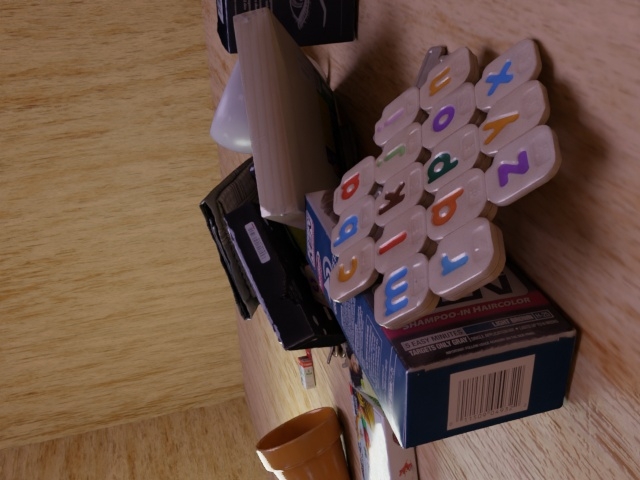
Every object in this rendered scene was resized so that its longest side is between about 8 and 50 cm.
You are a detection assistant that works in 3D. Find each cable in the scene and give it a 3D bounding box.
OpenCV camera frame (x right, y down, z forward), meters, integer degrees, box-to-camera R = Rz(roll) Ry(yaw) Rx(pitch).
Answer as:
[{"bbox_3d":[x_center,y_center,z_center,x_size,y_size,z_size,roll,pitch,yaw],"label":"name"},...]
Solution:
[{"bbox_3d":[0.075,-0.056,1.172,0.139,0.072,0.287,70,-165,-60],"label":"cable"}]

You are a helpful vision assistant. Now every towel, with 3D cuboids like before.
[{"bbox_3d":[-0.146,-0.017,1.651,0.324,0.056,0.312,-56,-46,-56],"label":"towel"}]

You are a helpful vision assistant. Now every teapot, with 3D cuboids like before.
[{"bbox_3d":[-0.096,-0.275,1.418,0.256,0.187,0.252,-88,22,-70],"label":"teapot"}]

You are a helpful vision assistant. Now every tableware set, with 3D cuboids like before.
[{"bbox_3d":[0.037,0.202,1.484,0.194,0.039,0.128,123,136,-70],"label":"tableware set"}]

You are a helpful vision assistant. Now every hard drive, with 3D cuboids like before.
[{"bbox_3d":[-0.039,0.071,1.221,0.237,0.064,0.339,64,-169,12],"label":"hard drive"}]

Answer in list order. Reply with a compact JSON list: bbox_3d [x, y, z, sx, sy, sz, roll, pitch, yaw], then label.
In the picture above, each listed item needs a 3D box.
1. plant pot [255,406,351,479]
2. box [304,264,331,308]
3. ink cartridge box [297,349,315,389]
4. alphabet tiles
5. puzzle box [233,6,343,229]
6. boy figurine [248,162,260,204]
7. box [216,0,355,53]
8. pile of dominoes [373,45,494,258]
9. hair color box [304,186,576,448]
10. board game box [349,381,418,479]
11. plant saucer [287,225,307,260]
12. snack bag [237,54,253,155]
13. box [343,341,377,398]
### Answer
[{"bbox_3d":[-0.021,0.524,1.667,0.188,0.205,0.205,65,166,-1],"label":"plant pot"},{"bbox_3d":[0.083,0.083,0.988,0.324,0.067,0.063,21,132,60],"label":"box"},{"bbox_3d":[-0.041,0.342,1.931,0.063,0.029,0.115,-163,63,-76],"label":"ink cartridge box"},{"bbox_3d":[0.106,-0.058,0.682,0.278,0.021,0.284,-35,39,39],"label":"alphabet tiles"},{"bbox_3d":[-0.025,-0.150,1.088,0.409,0.052,0.272,17,-117,-76],"label":"puzzle box"},{"bbox_3d":[-0.086,-0.070,1.531,0.092,0.177,0.285,53,-167,-41],"label":"boy figurine"},{"bbox_3d":[-0.055,-0.385,1.088,0.108,0.207,0.153,-116,22,-50],"label":"box"},{"bbox_3d":[0.133,-0.090,0.774,0.196,0.040,0.251,-58,31,18],"label":"pile of dominoes"},{"bbox_3d":[0.108,0.052,0.790,0.347,0.174,0.105,-120,23,-55],"label":"hair color box"},{"bbox_3d":[0.120,0.419,1.263,0.193,0.053,0.305,-160,61,-74],"label":"board game box"},{"bbox_3d":[0.000,0.000,1.303,0.188,0.045,0.188,61,-171,-3],"label":"plant saucer"},{"bbox_3d":[-0.188,-0.393,2.013,0.323,0.037,0.342,99,157,-52],"label":"snack bag"},{"bbox_3d":[0.100,0.215,1.193,0.232,0.058,0.087,158,102,-76],"label":"box"}]
